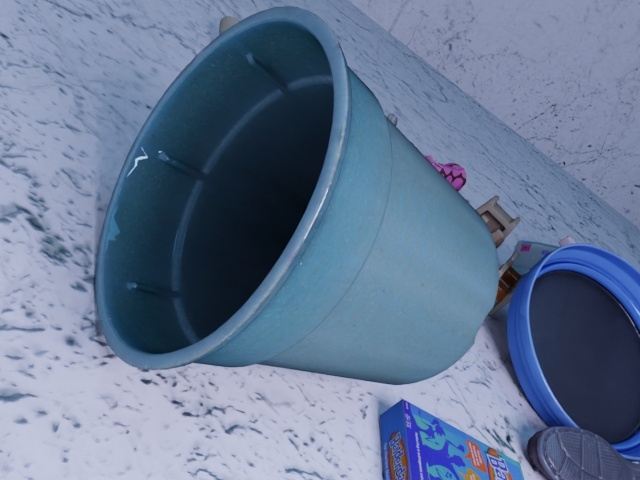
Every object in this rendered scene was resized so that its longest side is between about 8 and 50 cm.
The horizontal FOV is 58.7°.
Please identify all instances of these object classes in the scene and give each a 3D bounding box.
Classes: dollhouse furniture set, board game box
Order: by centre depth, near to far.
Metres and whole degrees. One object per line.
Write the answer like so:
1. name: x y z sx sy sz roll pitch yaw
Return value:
1. board game box: 0.167 0.301 0.666 0.210 0.047 0.160 32 30 -20
2. dollhouse furniture set: 0.323 0.010 1.218 0.262 0.135 0.259 47 40 9

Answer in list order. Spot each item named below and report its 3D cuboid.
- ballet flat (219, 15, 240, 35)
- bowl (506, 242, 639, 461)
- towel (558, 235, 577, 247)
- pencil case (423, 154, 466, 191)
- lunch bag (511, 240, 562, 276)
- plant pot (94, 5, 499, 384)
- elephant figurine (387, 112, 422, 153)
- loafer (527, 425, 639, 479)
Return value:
1. ballet flat: -0.138 -0.355 1.156 0.248 0.086 0.086 46 29 4
2. bowl: 0.510 0.198 1.043 0.391 0.077 0.391 10 64 -21
3. towel: 0.772 0.163 1.534 0.317 0.053 0.331 29 28 -57
4. pencil case: 0.280 -0.159 1.384 0.209 0.098 0.095 -2 51 -53
5. lunch bag: 0.579 0.102 1.320 0.279 0.107 0.224 29 -6 -29
6. plant pot: 0.000 0.000 0.612 0.334 0.341 0.341 28 31 -42
7. elephant figurine: 0.151 -0.073 1.028 0.186 0.169 0.239 33 27 -23
8. loafer: 0.438 0.375 0.885 0.303 0.095 0.109 23 60 -12
